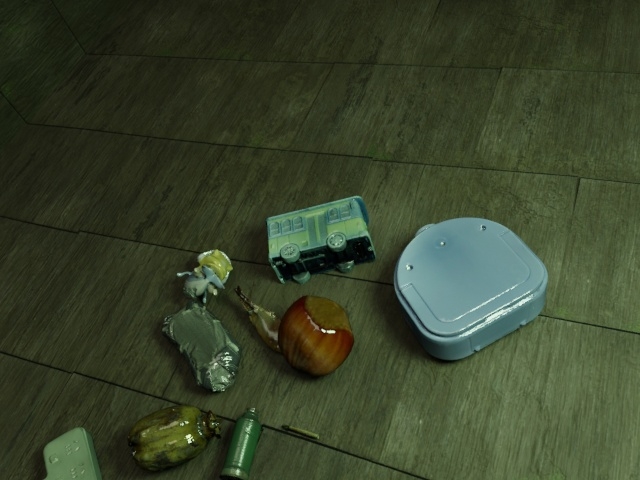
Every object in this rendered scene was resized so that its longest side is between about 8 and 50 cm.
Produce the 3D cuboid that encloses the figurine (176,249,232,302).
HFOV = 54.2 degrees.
[{"bbox_3d":[-0.349,0.108,1.940,0.184,0.128,0.208,-46,16,-21],"label":"figurine"}]

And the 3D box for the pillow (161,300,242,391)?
[{"bbox_3d":[-0.343,0.301,1.823,0.161,0.092,0.335,-42,53,-10],"label":"pillow"}]

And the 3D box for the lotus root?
[{"bbox_3d":[-0.370,0.508,1.642,0.278,0.154,0.154,-20,50,3],"label":"lotus root"}]

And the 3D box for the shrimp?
[{"bbox_3d":[-0.150,0.224,1.844,0.117,0.066,0.262,-27,63,-23],"label":"shrimp"}]

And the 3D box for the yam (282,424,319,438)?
[{"bbox_3d":[-0.053,0.498,1.630,0.107,0.014,0.014,10,57,24],"label":"yam"}]

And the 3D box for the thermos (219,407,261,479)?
[{"bbox_3d":[-0.200,0.530,1.621,0.073,0.083,0.187,14,55,1],"label":"thermos"}]

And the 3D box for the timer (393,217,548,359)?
[{"bbox_3d":[0.380,0.108,1.695,0.395,0.173,0.394,-9,52,12],"label":"timer"}]

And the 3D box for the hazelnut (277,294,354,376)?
[{"bbox_3d":[-0.008,0.259,1.709,0.210,0.210,0.186,19,37,29],"label":"hazelnut"}]

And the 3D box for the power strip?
[{"bbox_3d":[-0.689,0.655,1.677,0.194,0.059,0.265,-30,51,-7],"label":"power strip"}]

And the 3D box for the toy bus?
[{"bbox_3d":[0.000,0.000,1.912,0.313,0.152,0.190,-14,51,8],"label":"toy bus"}]
